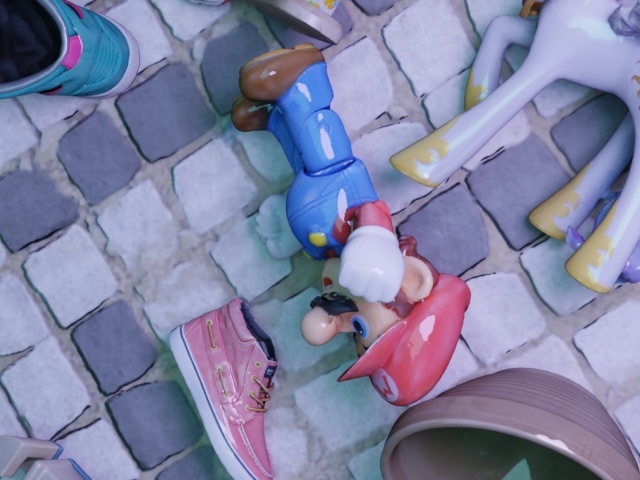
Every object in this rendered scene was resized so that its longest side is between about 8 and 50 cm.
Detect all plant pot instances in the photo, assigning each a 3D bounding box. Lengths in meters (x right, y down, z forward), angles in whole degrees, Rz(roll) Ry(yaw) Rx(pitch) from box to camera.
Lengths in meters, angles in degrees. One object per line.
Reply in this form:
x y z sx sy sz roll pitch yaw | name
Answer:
0.179 0.187 1.148 0.237 0.237 0.109 20 53 10 | plant pot

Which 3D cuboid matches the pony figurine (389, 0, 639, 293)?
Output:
0.277 -0.147 1.102 0.351 0.303 0.363 33 110 17 | pony figurine

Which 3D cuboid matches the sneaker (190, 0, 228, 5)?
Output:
-0.155 -0.310 1.245 0.088 0.093 0.225 -44 84 5 | sneaker

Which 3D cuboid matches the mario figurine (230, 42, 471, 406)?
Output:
0.000 0.000 1.144 0.170 0.198 0.320 -31 77 21 | mario figurine

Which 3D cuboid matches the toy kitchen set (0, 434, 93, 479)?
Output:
-0.255 0.304 1.264 0.207 0.122 0.166 39 97 28 | toy kitchen set

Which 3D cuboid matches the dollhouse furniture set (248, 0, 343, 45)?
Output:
-0.034 -0.404 1.056 0.394 0.256 0.362 30 93 -25 | dollhouse furniture set

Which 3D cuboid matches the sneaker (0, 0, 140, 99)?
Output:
-0.334 -0.195 1.232 0.296 0.178 0.123 9 91 10 | sneaker

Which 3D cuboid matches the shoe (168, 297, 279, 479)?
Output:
-0.069 0.144 1.239 0.081 0.063 0.178 -29 80 13 | shoe
